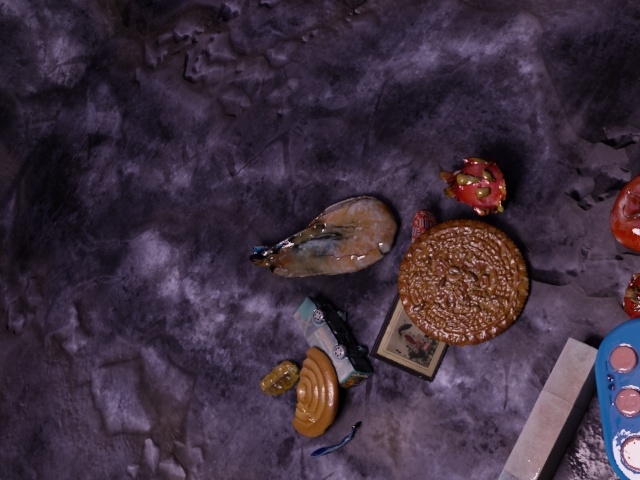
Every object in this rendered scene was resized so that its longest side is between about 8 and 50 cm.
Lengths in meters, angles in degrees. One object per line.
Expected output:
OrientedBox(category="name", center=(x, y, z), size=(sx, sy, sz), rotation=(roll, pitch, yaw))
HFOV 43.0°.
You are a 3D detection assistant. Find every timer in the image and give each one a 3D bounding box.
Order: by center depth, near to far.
OrientedBox(category="timer", center=(0.683, 0.305, 1.510), size=(0.309, 0.115, 0.340), rotation=(-14, 66, 32))

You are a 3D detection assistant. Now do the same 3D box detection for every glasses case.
OrientedBox(category="glasses case", center=(0.252, 0.022, 1.977), size=(0.049, 0.073, 0.194), rotation=(-12, 67, 42))

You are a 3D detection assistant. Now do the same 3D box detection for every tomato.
OrientedBox(category="tomato", center=(0.688, -0.047, 1.641), size=(0.187, 0.151, 0.187), rotation=(-22, 53, 32))

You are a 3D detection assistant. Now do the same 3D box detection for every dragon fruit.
OrientedBox(category="dragon fruit", center=(0.654, 0.096, 1.635), size=(0.083, 0.106, 0.162), rotation=(41, 99, 41))
OrientedBox(category="dragon fruit", center=(0.367, -0.136, 1.931), size=(0.208, 0.150, 0.133), rotation=(19, 115, 44))

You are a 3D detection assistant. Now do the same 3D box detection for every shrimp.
OrientedBox(category="shrimp", center=(0.000, 0.000, 2.160), size=(0.446, 0.110, 0.221), rotation=(-13, 58, 28))

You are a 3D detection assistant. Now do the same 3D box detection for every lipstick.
OrientedBox(category="lipstick", center=(0.470, 0.384, 1.662), size=(0.076, 0.080, 0.371), rotation=(25, 86, 41))

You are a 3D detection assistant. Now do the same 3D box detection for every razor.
OrientedBox(category="razor", center=(0.038, 0.489, 1.963), size=(0.154, 0.044, 0.028), rotation=(-39, 79, 19))

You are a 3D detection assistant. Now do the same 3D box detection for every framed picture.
OrientedBox(category="framed picture", center=(0.229, 0.219, 1.952), size=(0.195, 0.010, 0.199), rotation=(20, 83, 40))

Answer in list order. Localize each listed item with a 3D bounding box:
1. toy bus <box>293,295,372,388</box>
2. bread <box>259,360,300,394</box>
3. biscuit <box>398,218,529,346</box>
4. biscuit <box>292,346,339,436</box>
OrientedBox(category="toy bus", center=(0.030, 0.253, 2.037), size=(0.109, 0.091, 0.261), rotation=(-50, 48, 22))
OrientedBox(category="bread", center=(-0.100, 0.358, 2.101), size=(0.110, 0.060, 0.066), rotation=(-42, 65, 11))
OrientedBox(category="biscuit", center=(0.324, 0.093, 1.867), size=(0.305, 0.038, 0.305), rotation=(-5, 73, 17))
OrientedBox(category="biscuit", center=(-0.011, 0.386, 1.983), size=(0.144, 0.033, 0.224), rotation=(29, 112, 49))
